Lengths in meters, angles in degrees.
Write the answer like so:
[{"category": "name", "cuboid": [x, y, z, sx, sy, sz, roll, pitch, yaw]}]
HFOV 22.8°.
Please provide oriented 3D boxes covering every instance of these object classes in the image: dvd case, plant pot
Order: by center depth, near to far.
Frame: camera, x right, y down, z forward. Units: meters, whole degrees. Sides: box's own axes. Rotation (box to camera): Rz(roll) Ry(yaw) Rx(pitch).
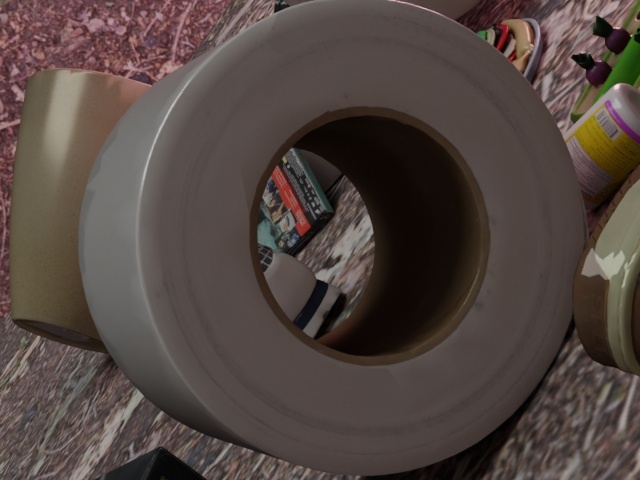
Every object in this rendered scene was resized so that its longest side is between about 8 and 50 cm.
[{"category": "dvd case", "cuboid": [-0.044, -0.022, 1.441, 0.119, 0.013, 0.087, -46, 57, 28]}, {"category": "plant pot", "cuboid": [-0.252, -0.019, 1.817, 0.256, 0.256, 0.274, -19, 53, 67]}]

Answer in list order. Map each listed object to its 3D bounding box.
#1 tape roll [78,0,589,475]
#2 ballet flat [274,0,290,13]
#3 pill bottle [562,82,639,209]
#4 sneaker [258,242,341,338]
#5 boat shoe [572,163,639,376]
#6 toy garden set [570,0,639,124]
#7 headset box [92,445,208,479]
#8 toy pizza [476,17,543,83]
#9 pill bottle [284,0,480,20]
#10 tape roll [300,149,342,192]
[{"category": "tape roll", "cuboid": [0.000, 0.000, 0.877, 0.246, 0.246, 0.169, -57, 14, -12]}, {"category": "ballet flat", "cuboid": [-0.003, -0.272, 1.683, 0.173, 0.049, 0.057, -63, -17, -48]}, {"category": "pill bottle", "cuboid": [0.154, -0.047, 0.897, 0.083, 0.043, 0.043, -46, 16, 30]}, {"category": "sneaker", "cuboid": [-0.071, 0.056, 1.288, 0.235, 0.095, 0.090, -34, 26, 58]}, {"category": "boat shoe", "cuboid": [0.207, -0.040, 0.671, 0.095, 0.095, 0.257, 14, 61, 38]}, {"category": "toy garden set", "cuboid": [0.241, -0.170, 0.895, 0.204, 0.049, 0.244, -58, 14, -15]}, {"category": "headset box", "cuboid": [-0.154, 0.277, 0.909, 0.246, 0.131, 0.283, -31, 26, 44]}, {"category": "toy pizza", "cuboid": [0.096, -0.095, 1.227, 0.201, 0.032, 0.201, -49, 14, 17]}, {"category": "pill bottle", "cuboid": [0.051, -0.363, 1.408, 0.229, 0.229, 0.407, -47, 22, 26]}, {"category": "tape roll", "cuboid": [0.005, -0.165, 1.612, 0.392, 0.072, 0.392, -50, 14, 17]}]
